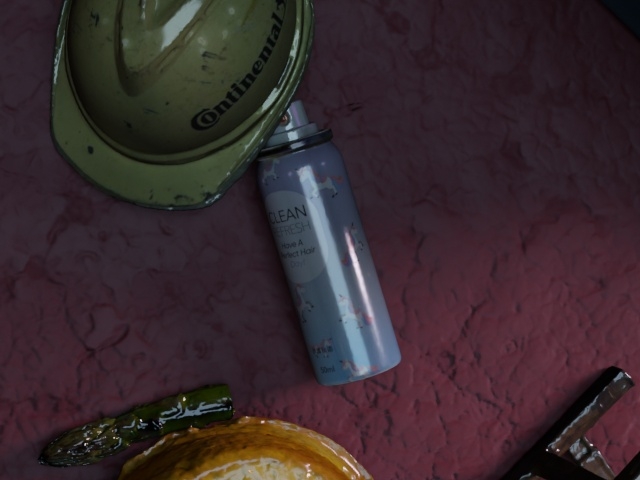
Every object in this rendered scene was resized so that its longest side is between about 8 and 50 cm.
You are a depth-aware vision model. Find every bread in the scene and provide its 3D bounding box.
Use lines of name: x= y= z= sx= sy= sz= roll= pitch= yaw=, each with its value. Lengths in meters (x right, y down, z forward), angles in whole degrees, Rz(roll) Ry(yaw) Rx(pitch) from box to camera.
bread: x=-0.065 y=0.263 z=1.377 sx=0.268 sy=0.145 sz=0.268 roll=0 pitch=90 yaw=-11

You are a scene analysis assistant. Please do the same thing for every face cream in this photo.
face cream: x=0.000 y=0.000 z=1.414 sx=0.075 sy=0.075 sz=0.229 roll=-18 pitch=95 yaw=-10

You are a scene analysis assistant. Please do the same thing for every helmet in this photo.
helmet: x=-0.117 y=-0.155 z=1.331 sx=0.204 sy=0.137 sz=0.258 roll=20 pitch=88 yaw=6

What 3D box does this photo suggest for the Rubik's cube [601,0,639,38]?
Rubik's cube: x=0.398 y=-0.292 z=1.337 sx=0.346 sy=0.347 sz=0.344 roll=41 pitch=89 yaw=-9

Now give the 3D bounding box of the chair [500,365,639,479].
chair: x=0.180 y=0.330 z=1.406 sx=0.416 sy=0.203 sz=0.241 roll=-37 pitch=103 yaw=-9

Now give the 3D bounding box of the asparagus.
asparagus: x=-0.150 y=0.153 z=1.412 sx=0.165 sy=0.030 sz=0.036 roll=-19 pitch=110 yaw=-11
